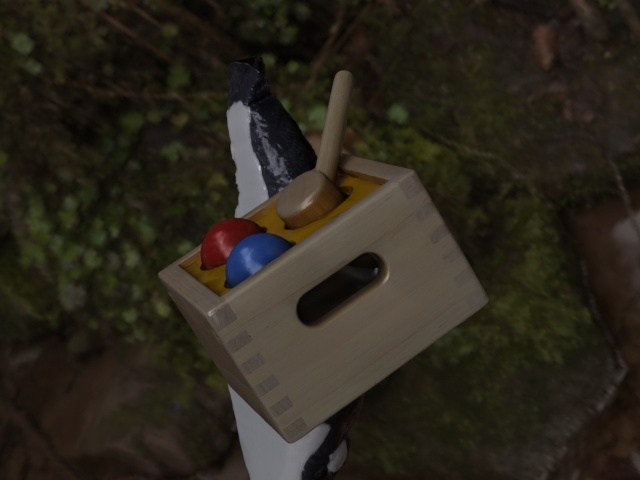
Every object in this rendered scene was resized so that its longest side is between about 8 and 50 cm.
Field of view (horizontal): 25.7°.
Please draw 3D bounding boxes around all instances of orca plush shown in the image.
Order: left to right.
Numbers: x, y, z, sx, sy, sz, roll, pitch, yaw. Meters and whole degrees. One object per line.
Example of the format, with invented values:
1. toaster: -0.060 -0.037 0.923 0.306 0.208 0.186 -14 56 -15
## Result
1. orca plush: -0.005 0.023 0.897 0.151 0.102 0.287 -10 92 58

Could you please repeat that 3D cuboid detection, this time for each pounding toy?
1. pounding toy: 0.000 0.000 0.657 0.141 0.100 0.130 -35 16 -10
